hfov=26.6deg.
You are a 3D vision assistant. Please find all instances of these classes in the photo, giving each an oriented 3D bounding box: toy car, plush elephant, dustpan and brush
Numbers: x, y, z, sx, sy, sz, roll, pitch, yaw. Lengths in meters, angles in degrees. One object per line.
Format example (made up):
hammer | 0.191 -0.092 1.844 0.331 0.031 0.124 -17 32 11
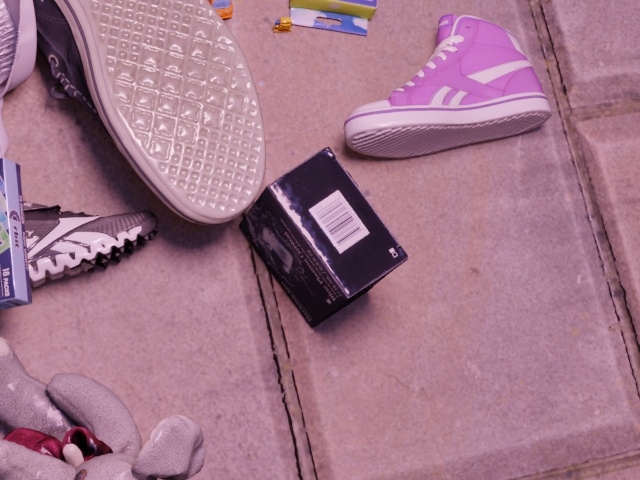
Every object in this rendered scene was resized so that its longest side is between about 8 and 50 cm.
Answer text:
toy car | -0.089 -0.298 1.673 0.122 0.040 0.060 8 73 -12
plush elephant | -0.255 0.262 1.362 0.330 0.255 0.272 27 70 -6
dustpan and brush | -0.369 -0.190 1.545 0.060 0.147 0.211 -25 111 -39

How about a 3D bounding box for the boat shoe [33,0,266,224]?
boat shoe | -0.228 -0.231 1.556 0.187 0.156 0.500 -31 82 -26

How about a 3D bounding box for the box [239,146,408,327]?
box | 0.000 0.000 1.552 0.093 0.158 0.156 -34 85 -21

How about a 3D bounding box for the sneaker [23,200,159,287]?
sneaker | -0.299 -0.007 1.519 0.234 0.078 0.106 -21 84 -17

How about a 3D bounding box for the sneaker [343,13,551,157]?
sneaker | 0.138 -0.197 1.681 0.282 0.102 0.161 -11 75 -28

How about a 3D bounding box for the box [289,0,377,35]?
box | 0.019 -0.355 1.717 0.109 0.042 0.178 7 73 -12

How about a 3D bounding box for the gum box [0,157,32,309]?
gum box | -0.408 0.007 1.461 0.184 0.041 0.157 -11 76 13
